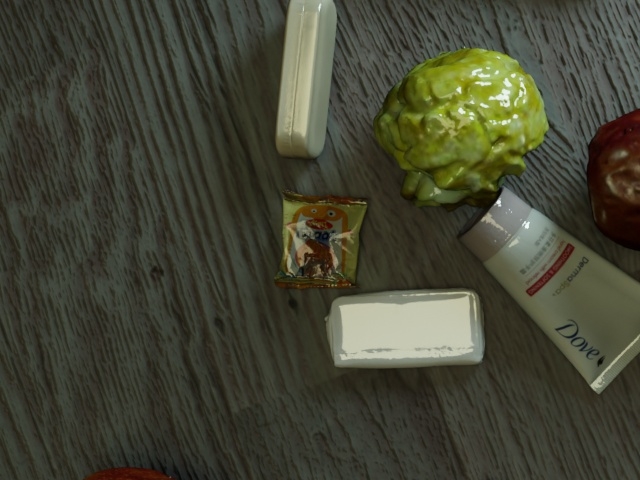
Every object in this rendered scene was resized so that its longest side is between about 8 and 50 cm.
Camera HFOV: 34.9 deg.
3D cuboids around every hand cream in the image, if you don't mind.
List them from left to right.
[{"bbox_3d":[0.270,0.051,1.157,0.248,0.083,0.133,40,100,0],"label":"hand cream"}]

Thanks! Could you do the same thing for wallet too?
[{"bbox_3d":[0.099,0.105,1.211,0.190,0.033,0.095,-2,88,12],"label":"wallet"}]

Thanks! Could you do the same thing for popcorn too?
[{"bbox_3d":[0.151,-0.114,1.134,0.198,0.198,0.212,19,118,11],"label":"popcorn"}]

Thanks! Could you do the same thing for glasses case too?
[{"bbox_3d":[-0.017,-0.194,1.208,0.050,0.083,0.196,6,90,12],"label":"glasses case"}]

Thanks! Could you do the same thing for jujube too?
[{"bbox_3d":[0.411,-0.069,1.078,0.243,0.183,0.183,-5,89,20],"label":"jujube"}]

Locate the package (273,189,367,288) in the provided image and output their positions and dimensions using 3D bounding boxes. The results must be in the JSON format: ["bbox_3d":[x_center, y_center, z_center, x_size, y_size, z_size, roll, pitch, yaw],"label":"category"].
[{"bbox_3d":[0.000,0.002,1.232,0.108,0.031,0.120,5,91,12],"label":"package"}]

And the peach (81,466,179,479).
[{"bbox_3d":[-0.222,0.378,1.186,0.231,0.231,0.230,0,91,12],"label":"peach"}]
